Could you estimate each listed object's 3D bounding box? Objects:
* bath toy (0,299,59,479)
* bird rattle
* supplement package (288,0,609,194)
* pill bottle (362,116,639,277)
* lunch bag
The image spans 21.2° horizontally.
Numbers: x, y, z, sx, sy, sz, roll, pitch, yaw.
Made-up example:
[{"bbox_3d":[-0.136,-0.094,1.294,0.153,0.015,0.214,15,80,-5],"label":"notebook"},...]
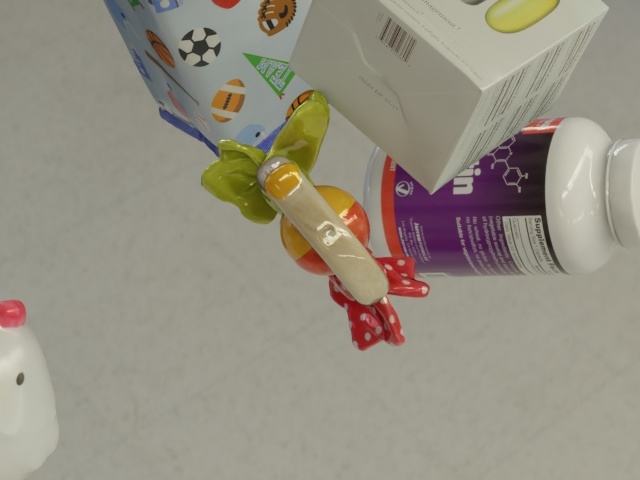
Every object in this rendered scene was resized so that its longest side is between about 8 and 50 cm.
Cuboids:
[{"bbox_3d":[-0.334,0.062,1.110,0.348,0.129,0.151,17,25,1],"label":"bath toy"},{"bbox_3d":[0.000,0.000,1.578,0.143,0.207,0.253,-31,95,1],"label":"bird rattle"},{"bbox_3d":[0.120,-0.191,1.609,0.194,0.149,0.203,43,50,15],"label":"supplement package"},{"bbox_3d":[0.223,-0.049,1.976,0.323,0.181,0.181,-2,38,28],"label":"pill bottle"},{"bbox_3d":[-0.056,-0.336,1.948,0.385,0.328,0.239,-39,44,-14],"label":"lunch bag"}]
